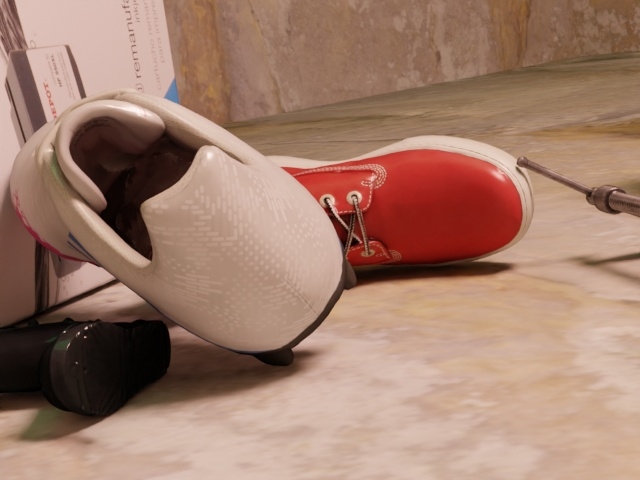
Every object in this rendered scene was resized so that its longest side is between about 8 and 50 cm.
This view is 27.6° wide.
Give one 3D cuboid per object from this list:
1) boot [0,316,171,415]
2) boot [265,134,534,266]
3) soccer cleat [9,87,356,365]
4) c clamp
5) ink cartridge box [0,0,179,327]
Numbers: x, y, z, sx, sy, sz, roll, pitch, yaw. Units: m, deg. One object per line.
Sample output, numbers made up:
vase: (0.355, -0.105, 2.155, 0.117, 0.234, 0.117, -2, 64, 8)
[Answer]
boot: (-0.140, 0.062, 0.656, 0.099, 0.045, 0.121, -3, 3, 17)
boot: (0.000, 0.000, 0.828, 0.244, 0.088, 0.176, -2, 19, 33)
soccer cleat: (-0.109, -0.041, 0.732, 0.116, 0.143, 0.331, -52, 38, -11)
c clamp: (0.202, -0.012, 0.748, 0.137, 0.022, 0.161, 18, 3, -18)
ink cartridge box: (-0.264, -0.088, 0.942, 0.166, 0.285, 0.395, -4, 10, 24)
